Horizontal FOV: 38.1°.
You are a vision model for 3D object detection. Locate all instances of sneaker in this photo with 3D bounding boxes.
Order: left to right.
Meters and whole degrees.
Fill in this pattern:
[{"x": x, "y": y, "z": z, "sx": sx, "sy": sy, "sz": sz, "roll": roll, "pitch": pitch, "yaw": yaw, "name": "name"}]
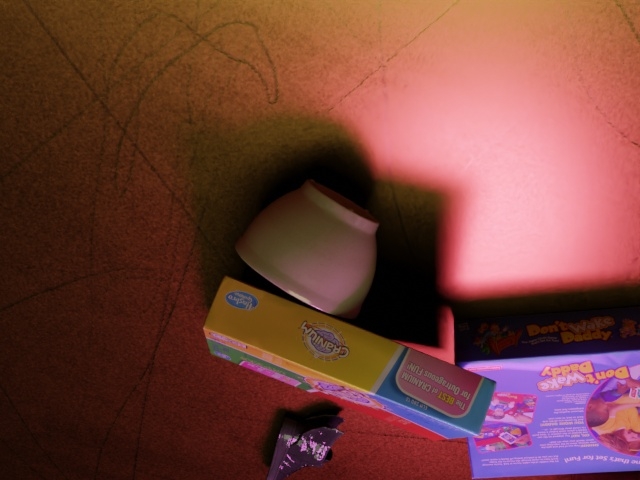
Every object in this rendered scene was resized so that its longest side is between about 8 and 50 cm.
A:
[{"x": -0.024, "y": 0.313, "z": 1.353, "sx": 0.089, "sy": 0.051, "sz": 0.170, "roll": 15, "pitch": 126, "yaw": 0, "name": "sneaker"}]

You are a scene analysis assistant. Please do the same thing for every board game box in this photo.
[{"x": 0.023, "y": 0.148, "z": 1.095, "sx": 0.317, "sy": 0.064, "sz": 0.242, "roll": 21, "pitch": 166, "yaw": 1, "name": "board game box"}, {"x": 0.358, "y": 0.200, "z": 1.202, "sx": 0.347, "sy": 0.078, "sz": 0.233, "roll": -5, "pitch": 128, "yaw": 10, "name": "board game box"}]

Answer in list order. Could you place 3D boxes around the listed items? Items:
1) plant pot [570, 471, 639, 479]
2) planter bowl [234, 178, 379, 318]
[{"x": 0.480, "y": 0.422, "z": 1.266, "sx": 0.265, "sy": 0.272, "sz": 0.272, "roll": -1, "pitch": 129, "yaw": 16, "name": "plant pot"}, {"x": 0.000, "y": 0.000, "z": 1.046, "sx": 0.162, "sy": 0.162, "sz": 0.109, "roll": 29, "pitch": 100, "yaw": -16, "name": "planter bowl"}]
